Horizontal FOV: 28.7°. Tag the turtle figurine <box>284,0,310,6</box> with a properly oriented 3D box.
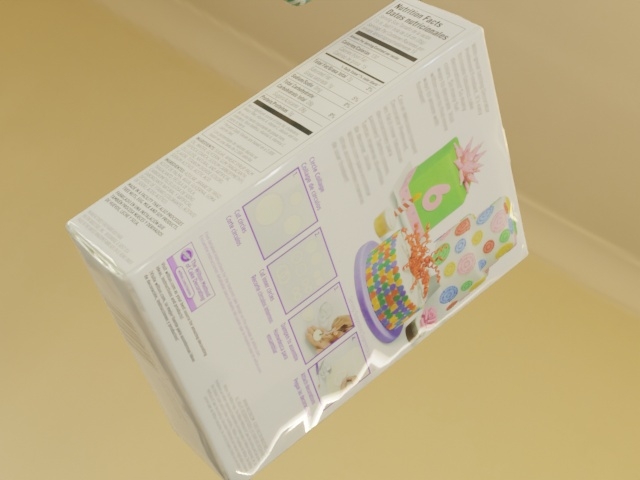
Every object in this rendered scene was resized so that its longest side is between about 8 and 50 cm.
[{"bbox_3d":[-0.046,-0.248,0.903,0.234,0.118,0.175,7,-61,47],"label":"turtle figurine"}]

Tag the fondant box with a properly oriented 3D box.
[{"bbox_3d":[0.000,0.000,0.972,0.096,0.330,0.238,35,-27,44],"label":"fondant box"}]
